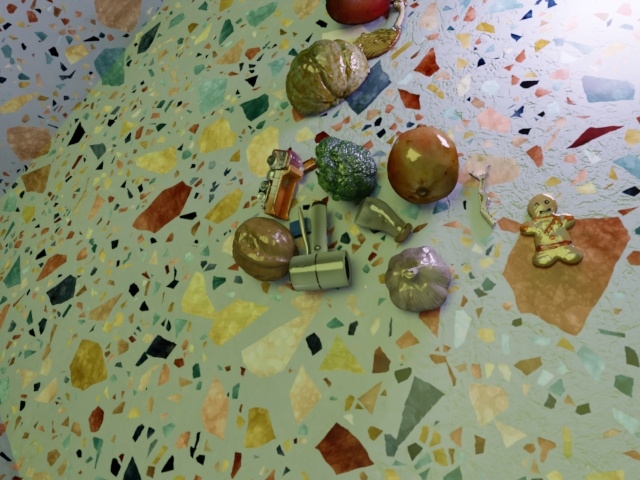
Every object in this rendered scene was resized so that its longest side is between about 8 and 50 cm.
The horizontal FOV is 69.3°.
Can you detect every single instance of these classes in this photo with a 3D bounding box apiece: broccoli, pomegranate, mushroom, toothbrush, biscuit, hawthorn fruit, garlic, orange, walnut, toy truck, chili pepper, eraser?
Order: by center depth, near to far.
[{"bbox_3d":[0.677,-0.034,1.380,0.153,0.030,0.234,-10,65,22],"label":"biscuit"},{"bbox_3d":[0.288,0.105,1.416,0.219,0.212,0.218,-7,71,21],"label":"garlic"},{"bbox_3d":[0.336,-0.262,1.526,0.229,0.252,0.270,-7,60,20],"label":"pomegranate"},{"bbox_3d":[0.219,-0.076,1.611,0.225,0.093,0.116,25,94,24],"label":"mushroom"},{"bbox_3d":[0.081,-0.253,1.692,0.242,0.261,0.269,-16,100,46],"label":"broccoli"},{"bbox_3d":[-0.199,0.033,1.707,0.257,0.257,0.224,28,116,34],"label":"walnut"},{"bbox_3d":[-0.050,0.011,1.723,0.030,0.025,0.307,-16,71,13],"label":"toothbrush"},{"bbox_3d":[-0.077,-0.048,1.785,0.085,0.027,0.063,-16,61,21],"label":"eraser"},{"bbox_3d":[-0.158,-0.223,1.838,0.135,0.114,0.270,9,83,35],"label":"toy truck"},{"bbox_3d":[-0.017,-0.316,1.871,0.178,0.027,0.045,-23,64,18],"label":"chili pepper"},{"bbox_3d":[0.001,-0.705,1.927,0.369,0.210,0.271,-27,61,18],"label":"orange"},{"bbox_3d":[0.327,-0.954,1.938,0.060,0.061,0.187,2,62,17],"label":"mushroom"},{"bbox_3d":[0.232,-0.849,1.970,0.228,0.031,0.176,-33,58,12],"label":"biscuit"},{"bbox_3d":[0.147,-1.059,1.976,0.311,0.295,0.295,34,87,11],"label":"hawthorn fruit"}]

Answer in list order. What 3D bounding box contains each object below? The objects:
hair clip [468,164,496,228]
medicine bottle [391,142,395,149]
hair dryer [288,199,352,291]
[{"bbox_3d":[0.526,-0.139,1.503,0.072,0.034,0.226,-10,66,28],"label":"hair clip"},{"bbox_3d":[0.330,-0.337,1.665,0.140,0.079,0.079,-12,64,23],"label":"medicine bottle"},{"bbox_3d":[0.000,0.000,1.650,0.203,0.128,0.362,-8,63,14],"label":"hair dryer"}]
